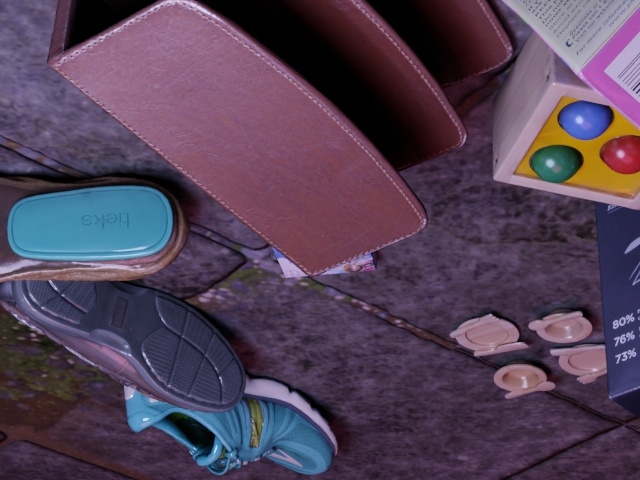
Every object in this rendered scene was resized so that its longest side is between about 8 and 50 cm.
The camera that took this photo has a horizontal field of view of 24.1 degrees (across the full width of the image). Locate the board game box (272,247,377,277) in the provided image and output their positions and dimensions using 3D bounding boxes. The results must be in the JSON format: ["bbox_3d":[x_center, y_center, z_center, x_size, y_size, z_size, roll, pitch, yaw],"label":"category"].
[{"bbox_3d":[0.000,0.000,1.389,0.090,0.020,0.090,-4,145,14],"label":"board game box"}]

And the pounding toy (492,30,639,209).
[{"bbox_3d":[0.250,-0.113,1.135,0.181,0.094,0.206,11,145,-10],"label":"pounding toy"}]

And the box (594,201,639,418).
[{"bbox_3d":[0.324,0.040,1.251,0.108,0.207,0.153,31,138,-34],"label":"box"}]

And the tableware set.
[{"bbox_3d":[0.224,0.113,1.532,0.141,0.020,0.168,-16,141,26],"label":"tableware set"}]

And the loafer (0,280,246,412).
[{"bbox_3d":[-0.197,0.093,1.497,0.267,0.096,0.084,33,150,-24],"label":"loafer"}]

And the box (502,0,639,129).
[{"bbox_3d":[0.237,-0.119,0.946,0.213,0.243,0.117,37,104,-21],"label":"box"}]

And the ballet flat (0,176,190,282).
[{"bbox_3d":[-0.287,-0.008,1.352,0.342,0.116,0.124,0,165,-1],"label":"ballet flat"}]

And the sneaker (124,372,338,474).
[{"bbox_3d":[-0.101,0.204,1.617,0.275,0.110,0.107,27,139,-31],"label":"sneaker"}]

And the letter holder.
[{"bbox_3d":[-0.008,-0.136,1.081,0.214,0.152,0.302,-21,138,29],"label":"letter holder"}]
